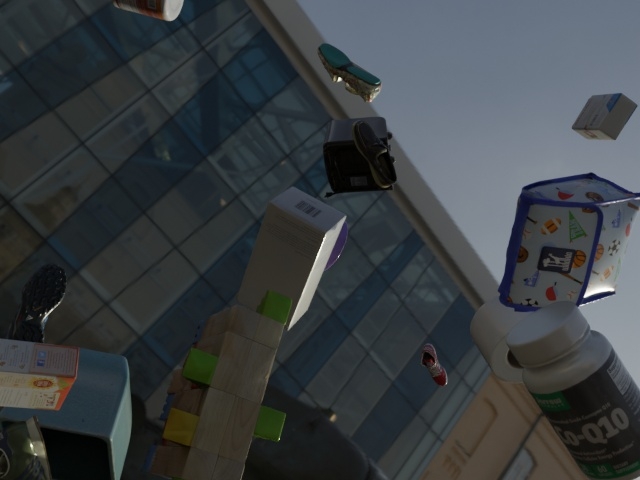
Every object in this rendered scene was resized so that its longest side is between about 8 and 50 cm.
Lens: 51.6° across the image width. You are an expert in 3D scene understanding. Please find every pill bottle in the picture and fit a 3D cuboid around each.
[{"bbox_3d":[0.575,0.326,1.448,0.361,0.204,0.204,56,-26,-3],"label":"pill bottle"},{"bbox_3d":[-0.483,-0.667,1.755,0.216,0.121,0.121,17,-29,7],"label":"pill bottle"}]

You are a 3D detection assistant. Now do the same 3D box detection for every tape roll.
[{"bbox_3d":[0.000,0.000,2.114,0.080,0.189,0.189,27,-18,-23],"label":"tape roll"},{"bbox_3d":[0.627,0.312,2.132,0.246,0.246,0.169,58,5,-31],"label":"tape roll"}]

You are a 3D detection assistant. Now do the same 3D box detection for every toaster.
[{"bbox_3d":[0.090,-0.205,1.642,0.186,0.110,0.168,-3,-45,11],"label":"toaster"}]

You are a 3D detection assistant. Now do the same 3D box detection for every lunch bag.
[{"bbox_3d":[0.659,0.010,1.793,0.239,0.386,0.327,34,-55,50],"label":"lunch bag"}]

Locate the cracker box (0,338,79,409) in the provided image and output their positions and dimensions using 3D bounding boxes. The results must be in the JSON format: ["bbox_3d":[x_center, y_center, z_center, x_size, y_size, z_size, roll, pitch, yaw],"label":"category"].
[{"bbox_3d":[-0.572,0.239,1.189,0.232,0.067,0.155,12,-39,-27],"label":"cracker box"}]

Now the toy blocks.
[{"bbox_3d":[-0.199,0.283,1.182,0.191,0.381,0.261,25,-25,-22],"label":"toy blocks"}]

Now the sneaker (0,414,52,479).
[{"bbox_3d":[-0.518,0.391,1.146,0.064,0.086,0.192,41,-43,48],"label":"sneaker"}]

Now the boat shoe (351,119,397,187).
[{"bbox_3d":[0.118,-0.182,1.367,0.152,0.056,0.049,60,-26,-12],"label":"boat shoe"}]

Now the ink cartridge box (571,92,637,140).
[{"bbox_3d":[0.615,-0.268,1.440,0.052,0.088,0.122,30,6,-11],"label":"ink cartridge box"}]

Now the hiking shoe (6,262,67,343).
[{"bbox_3d":[-0.833,0.204,1.901,0.113,0.304,0.132,34,-37,-32],"label":"hiking shoe"}]

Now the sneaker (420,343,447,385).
[{"bbox_3d":[0.296,0.333,1.735,0.118,0.042,0.067,66,17,2],"label":"sneaker"}]

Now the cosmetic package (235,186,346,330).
[{"bbox_3d":[-0.092,0.056,1.937,0.197,0.155,0.365,30,-58,12],"label":"cosmetic package"}]

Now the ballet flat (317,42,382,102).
[{"bbox_3d":[0.072,-0.471,1.886,0.241,0.091,0.077,43,-41,25],"label":"ballet flat"}]

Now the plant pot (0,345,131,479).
[{"bbox_3d":[-0.559,0.396,1.546,0.248,0.252,0.247,11,-49,-1],"label":"plant pot"}]
